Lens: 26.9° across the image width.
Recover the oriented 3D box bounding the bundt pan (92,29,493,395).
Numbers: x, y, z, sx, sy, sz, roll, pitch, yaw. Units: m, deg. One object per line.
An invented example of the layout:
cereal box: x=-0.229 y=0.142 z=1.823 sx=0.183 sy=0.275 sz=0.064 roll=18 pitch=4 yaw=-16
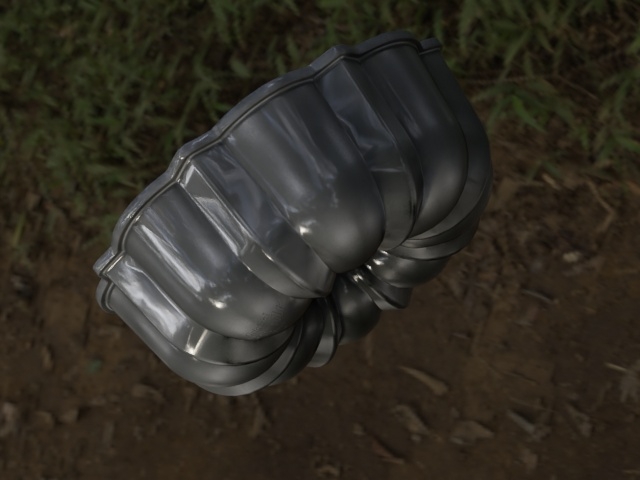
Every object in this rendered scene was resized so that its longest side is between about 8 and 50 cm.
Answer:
bundt pan: x=0.000 y=0.000 z=1.015 sx=0.331 sy=0.331 sz=0.124 roll=-44 pitch=73 yaw=20
